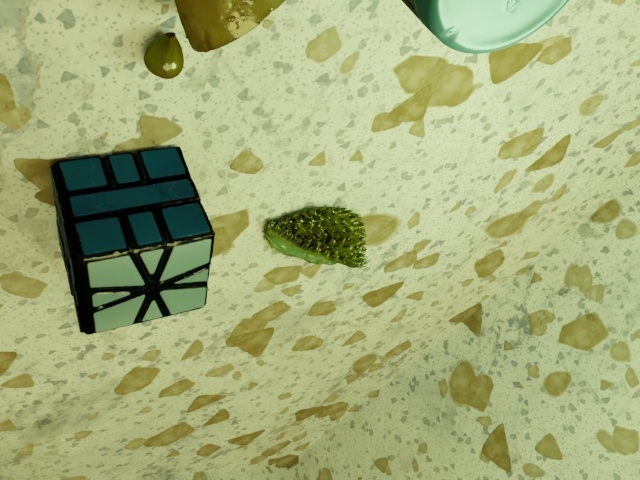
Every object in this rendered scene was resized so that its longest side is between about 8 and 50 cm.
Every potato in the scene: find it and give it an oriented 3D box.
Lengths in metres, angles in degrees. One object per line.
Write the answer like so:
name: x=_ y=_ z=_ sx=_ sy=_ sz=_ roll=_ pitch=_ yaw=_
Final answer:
potato: x=-0.177 y=-0.442 z=1.114 sx=0.204 sy=0.178 sz=0.158 roll=-24 pitch=132 yaw=19

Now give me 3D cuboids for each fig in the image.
fig: x=-0.291 y=-0.348 z=1.231 sx=0.074 sy=0.074 sz=0.087 roll=0 pitch=122 yaw=-35

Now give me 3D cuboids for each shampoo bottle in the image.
shampoo bottle: x=0.242 y=-0.541 z=1.105 sx=0.331 sy=0.342 sz=0.331 roll=-19 pitch=146 yaw=-13

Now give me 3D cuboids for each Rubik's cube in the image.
Rubik's cube: x=-0.409 y=0.000 z=1.424 sx=0.289 sy=0.283 sz=0.293 roll=-13 pitch=142 yaw=-23

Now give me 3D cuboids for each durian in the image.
durian: x=0.001 y=-0.011 z=1.895 sx=0.395 sy=0.163 sz=0.198 roll=13 pitch=168 yaw=-39
